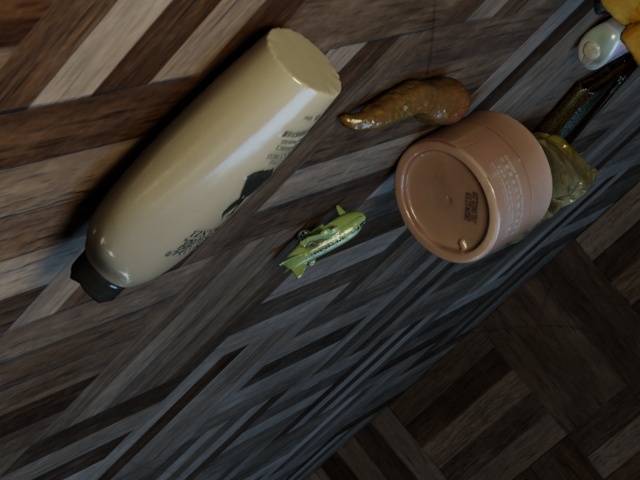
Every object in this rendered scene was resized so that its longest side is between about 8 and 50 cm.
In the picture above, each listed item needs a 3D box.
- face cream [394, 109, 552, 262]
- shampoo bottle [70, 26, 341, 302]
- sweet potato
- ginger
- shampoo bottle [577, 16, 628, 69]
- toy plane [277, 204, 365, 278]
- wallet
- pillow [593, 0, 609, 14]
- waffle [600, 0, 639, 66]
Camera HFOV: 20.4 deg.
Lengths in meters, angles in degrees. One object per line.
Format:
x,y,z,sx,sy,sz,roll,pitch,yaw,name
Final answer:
0.170,-0.060,1.991,0.104,0.149,0.149,-29,165,-41,face cream
-0.095,-0.047,1.323,0.257,0.078,0.127,-43,170,25,shampoo bottle
0.090,-0.130,1.715,0.050,0.050,0.214,-45,164,29,sweet potato
0.256,-0.072,2.307,0.354,0.126,0.190,-21,139,-52,ginger
0.350,-0.242,2.140,0.099,0.043,0.072,-30,165,-40,shampoo bottle
0.000,0.000,1.962,0.111,0.040,0.102,-39,171,-4,toy plane
0.344,-0.161,2.480,0.133,0.039,0.243,-29,165,-39,wallet
0.389,-0.321,1.900,0.241,0.051,0.093,-45,155,20,pillow
0.450,-0.274,1.773,0.328,0.098,0.224,-20,171,-47,waffle
